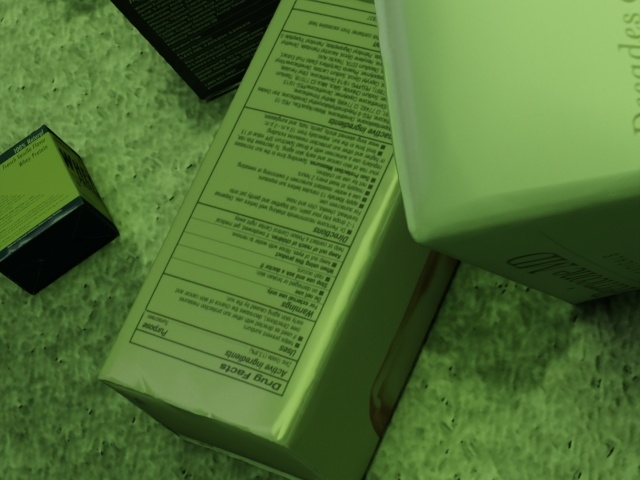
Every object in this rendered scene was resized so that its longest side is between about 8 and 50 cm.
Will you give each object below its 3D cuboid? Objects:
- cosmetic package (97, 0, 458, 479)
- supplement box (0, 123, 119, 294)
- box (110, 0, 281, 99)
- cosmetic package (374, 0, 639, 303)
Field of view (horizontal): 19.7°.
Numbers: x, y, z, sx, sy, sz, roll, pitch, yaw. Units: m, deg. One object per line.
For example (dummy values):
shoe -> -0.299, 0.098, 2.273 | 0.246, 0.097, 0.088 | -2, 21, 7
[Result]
cosmetic package -> 0.000, 0.000, 1.207 | 0.153, 0.129, 0.296 | 18, 74, 29
supplement box -> -0.208, -0.023, 1.357 | 0.083, 0.056, 0.083 | -35, 57, 6
box -> -0.101, -0.226, 1.317 | 0.108, 0.207, 0.153 | -26, 58, 11
cosmetic package -> 0.259, -0.170, 1.011 | 0.393, 0.329, 0.327 | -12, 79, 20
